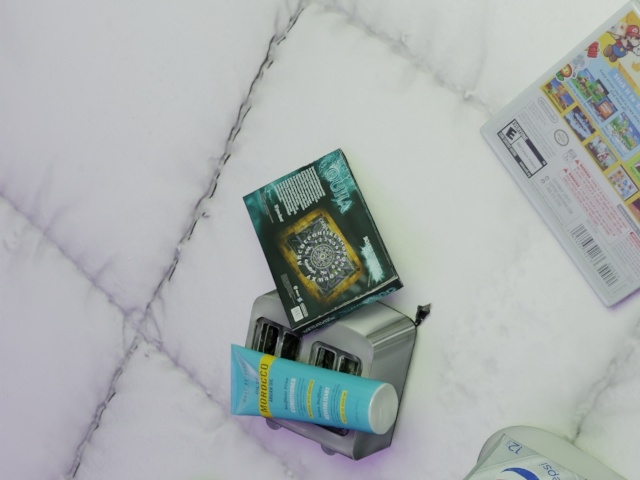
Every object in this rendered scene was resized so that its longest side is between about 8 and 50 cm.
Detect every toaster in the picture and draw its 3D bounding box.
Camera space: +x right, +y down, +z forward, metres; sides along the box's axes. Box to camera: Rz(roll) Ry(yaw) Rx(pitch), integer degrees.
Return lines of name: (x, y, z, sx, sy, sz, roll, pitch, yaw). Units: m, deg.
toaster: (0.010, 0.136, 1.339, 0.168, 0.110, 0.186, 21, 110, 26)

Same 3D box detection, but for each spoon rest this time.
spoon rest: (0.274, 0.277, 1.231, 0.276, 0.084, 0.137, 14, 106, 43)

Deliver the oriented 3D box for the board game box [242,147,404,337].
board game box: (0.000, 0.000, 1.295, 0.126, 0.026, 0.186, -26, 56, 6)

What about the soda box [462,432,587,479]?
soda box: (0.192, 0.336, 1.208, 0.098, 0.091, 0.286, 27, 137, 30)

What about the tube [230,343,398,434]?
tube: (-0.016, 0.161, 1.270, 0.207, 0.052, 0.080, 5, 93, 37)

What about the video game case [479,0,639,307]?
video game case: (0.295, -0.081, 1.170, 0.206, 0.026, 0.227, -41, 76, 31)
